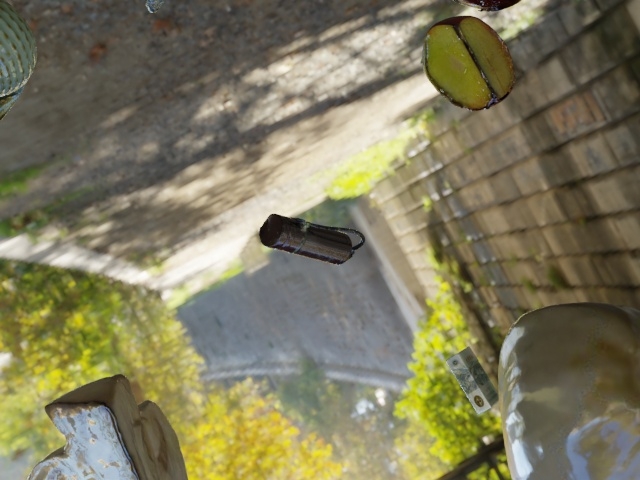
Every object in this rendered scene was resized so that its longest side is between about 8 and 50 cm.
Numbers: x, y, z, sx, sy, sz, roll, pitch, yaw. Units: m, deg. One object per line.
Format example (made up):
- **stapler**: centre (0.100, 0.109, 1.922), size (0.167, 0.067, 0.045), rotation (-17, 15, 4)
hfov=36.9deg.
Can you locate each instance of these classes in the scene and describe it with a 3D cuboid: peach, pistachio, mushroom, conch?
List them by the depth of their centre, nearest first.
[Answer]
- **peach**: centre (0.134, -0.156, 0.839), size (0.050, 0.083, 0.077), rotation (-27, 138, -36)
- **pistachio**: centre (0.240, 0.170, 0.894), size (0.166, 0.197, 0.288), rotation (-37, 149, -29)
- **conch**: centre (-0.412, -0.195, 1.045), size (0.200, 0.131, 0.172), rotation (-23, 168, -43)
- **mushroom**: centre (-0.260, 0.285, 1.149), size (0.162, 0.236, 0.173), rotation (-20, -175, 3)

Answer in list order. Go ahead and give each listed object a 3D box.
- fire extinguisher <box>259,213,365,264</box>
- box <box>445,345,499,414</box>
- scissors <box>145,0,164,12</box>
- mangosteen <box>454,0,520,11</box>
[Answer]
- **fire extinguisher**: centre (0.000, 0.000, 1.200), size (0.078, 0.045, 0.157), rotation (-26, 150, 38)
- **box**: centre (0.205, 0.186, 1.283), size (0.024, 0.083, 0.054), rotation (-36, 170, 26)
- **scissors**: centre (-0.206, -0.423, 1.343), size (0.138, 0.289, 0.041), rotation (9, 146, -2)
- **mangosteen**: centre (0.195, -0.368, 1.133), size (0.166, 0.166, 0.180), rotation (-28, 158, -14)
